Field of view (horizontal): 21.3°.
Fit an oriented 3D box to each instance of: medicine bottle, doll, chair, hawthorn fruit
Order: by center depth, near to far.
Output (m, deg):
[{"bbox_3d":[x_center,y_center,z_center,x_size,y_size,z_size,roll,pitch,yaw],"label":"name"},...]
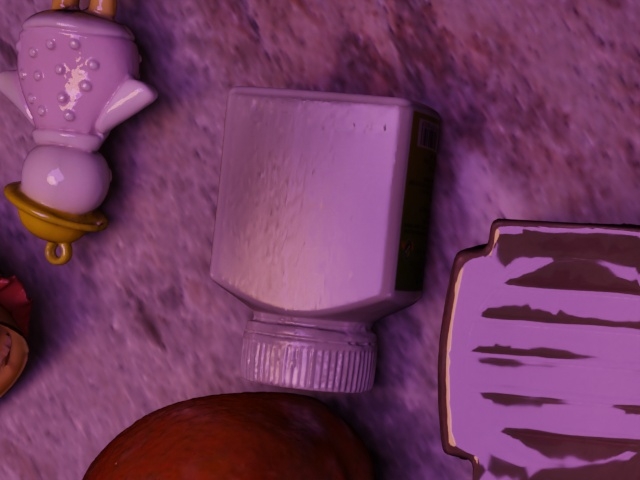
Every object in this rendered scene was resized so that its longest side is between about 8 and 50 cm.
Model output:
[{"bbox_3d":[0.149,0.071,0.932,0.183,0.326,0.176,3,88,17],"label":"chair"},{"bbox_3d":[-0.081,0.192,1.084,0.251,0.199,0.199,-1,88,31],"label":"hawthorn fruit"},{"bbox_3d":[0.000,0.000,1.105,0.132,0.088,0.188,6,90,18],"label":"medicine bottle"},{"bbox_3d":[-0.170,-0.086,1.167,0.129,0.081,0.207,8,93,25],"label":"doll"}]

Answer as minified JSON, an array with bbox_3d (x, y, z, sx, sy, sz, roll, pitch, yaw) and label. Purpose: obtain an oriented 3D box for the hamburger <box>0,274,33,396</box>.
[{"bbox_3d":[-0.287,0.048,1.165,0.175,0.175,0.137,-38,61,13],"label":"hamburger"}]
